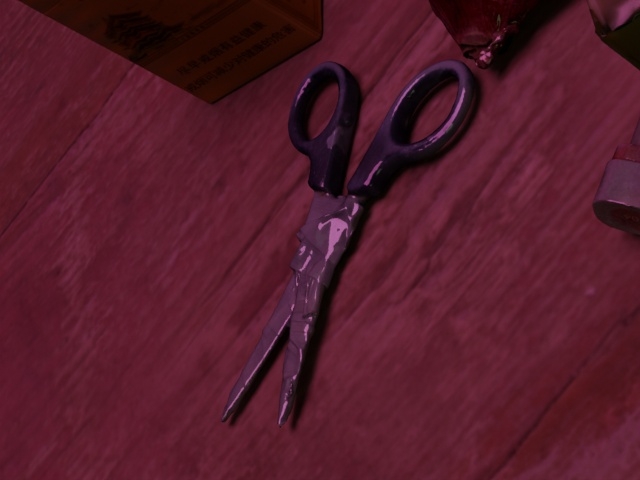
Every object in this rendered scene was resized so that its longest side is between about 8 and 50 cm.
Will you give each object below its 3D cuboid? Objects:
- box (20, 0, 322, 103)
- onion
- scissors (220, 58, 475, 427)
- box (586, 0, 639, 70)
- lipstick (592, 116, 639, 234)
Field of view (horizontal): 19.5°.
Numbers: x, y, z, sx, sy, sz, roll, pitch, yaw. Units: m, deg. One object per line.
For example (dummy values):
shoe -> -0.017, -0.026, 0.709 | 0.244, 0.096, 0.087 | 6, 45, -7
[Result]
box -> -0.152, -0.255, 1.905 | 0.174, 0.274, 0.076 | -28, 51, 35
onion -> 0.165, -0.297, 1.699 | 0.227, 0.120, 0.283 | -3, 64, 54
scissors -> 0.000, 0.000, 1.762 | 0.256, 0.029, 0.383 | 9, 74, 52
box -> 0.409, -0.167, 1.073 | 0.373, 0.420, 0.138 | -35, 41, 29
lipstick -> 0.278, -0.096, 1.487 | 0.063, 0.057, 0.186 | 15, 69, 24
